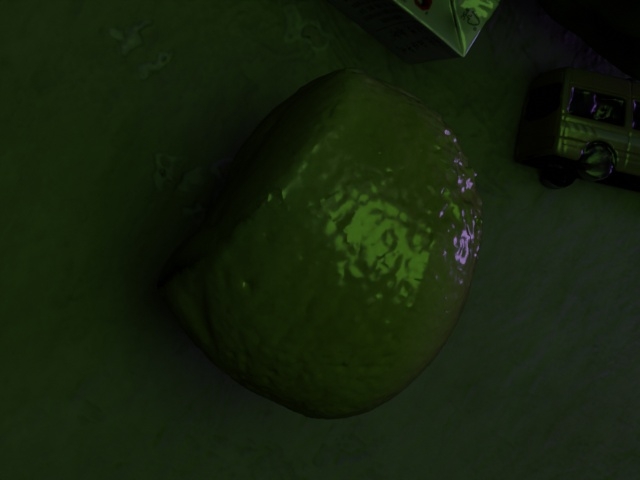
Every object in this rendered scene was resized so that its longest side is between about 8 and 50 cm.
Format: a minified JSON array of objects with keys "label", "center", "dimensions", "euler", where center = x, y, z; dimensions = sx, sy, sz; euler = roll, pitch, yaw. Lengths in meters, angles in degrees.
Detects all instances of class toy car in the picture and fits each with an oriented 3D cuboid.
[{"label":"toy car","center":[0.340,-0.104,1.832],"dimensions":[0.256,0.101,0.124],"euler":[11,83,-20]}]

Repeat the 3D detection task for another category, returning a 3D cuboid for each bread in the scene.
[{"label":"bread","center":[0.009,0.007,1.583],"dimensions":[0.237,0.320,0.320],"euler":[37,77,-16]}]

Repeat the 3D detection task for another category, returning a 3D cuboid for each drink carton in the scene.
[{"label":"drink carton","center":[0.060,-0.274,1.702],"dimensions":[0.222,0.134,0.102],"euler":[37,77,-18]}]

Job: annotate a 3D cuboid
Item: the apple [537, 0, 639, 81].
[{"label":"apple","center":[0.383,-0.377,1.674],"dimensions":[0.473,0.473,0.474],"euler":[0,90,-22]}]
